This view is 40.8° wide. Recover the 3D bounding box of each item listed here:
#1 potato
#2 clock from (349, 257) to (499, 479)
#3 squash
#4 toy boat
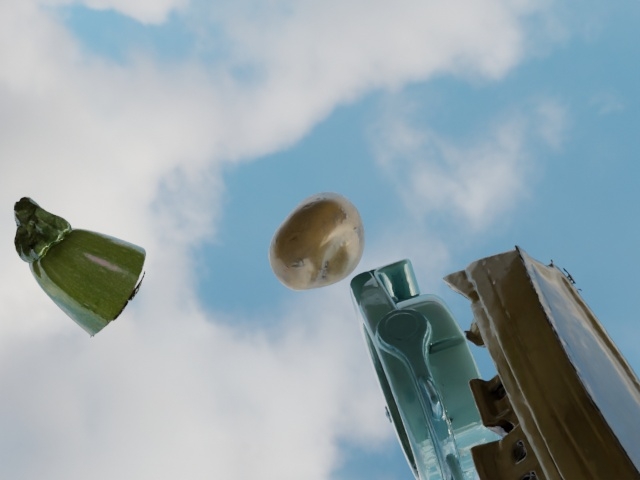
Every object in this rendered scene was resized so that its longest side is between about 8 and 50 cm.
[{"bbox_3d":[-0.002,0.002,1.068,0.112,0.112,0.147,22,-130,32],"label":"potato"},{"bbox_3d":[0.115,0.156,0.920,0.094,0.223,0.274,-20,-162,-4],"label":"clock"},{"bbox_3d":[-0.250,0.019,0.836,0.105,0.132,0.105,-41,-151,28],"label":"squash"},{"bbox_3d":[0.097,0.084,0.343,0.072,0.064,0.206,-49,-146,25],"label":"toy boat"}]
